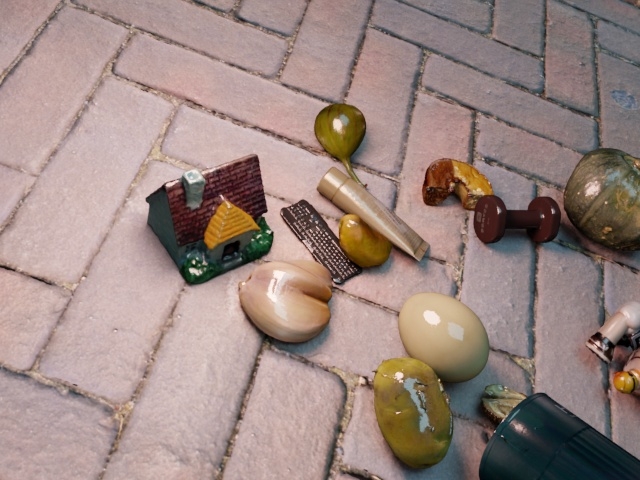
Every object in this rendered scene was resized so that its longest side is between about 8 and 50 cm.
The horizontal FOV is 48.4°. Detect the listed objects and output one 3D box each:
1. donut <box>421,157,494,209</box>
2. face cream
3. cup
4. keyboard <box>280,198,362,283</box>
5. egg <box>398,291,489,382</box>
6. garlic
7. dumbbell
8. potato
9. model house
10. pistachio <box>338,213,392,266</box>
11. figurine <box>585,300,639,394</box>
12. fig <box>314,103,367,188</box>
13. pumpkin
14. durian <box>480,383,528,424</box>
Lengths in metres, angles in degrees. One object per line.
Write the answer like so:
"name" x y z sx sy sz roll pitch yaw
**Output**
"donut" 0.386 -0.159 2.070 0.217 0.085 0.141 9 52 -15
"face cream" 0.146 -0.069 1.921 0.341 0.084 0.137 37 25 5
"cup" 0.525 0.517 1.488 0.242 0.308 0.292 -37 44 -21
"keyboard" 0.000 0.000 1.857 0.106 0.016 0.262 -26 67 -33
"egg" 0.288 0.227 1.687 0.186 0.186 0.242 -30 60 -34
"garlic" -0.076 0.130 1.678 0.228 0.110 0.217 9 56 -14
"dumbbell" 0.558 -0.060 2.026 0.225 0.140 0.124 1 13 -20
"potato" 0.206 0.375 1.573 0.169 0.143 0.248 -14 63 1
"model house" -0.237 -0.084 1.683 0.280 0.249 0.230 -26 68 -33
"pistachio" 0.104 0.008 1.827 0.189 0.100 0.110 37 57 -43
"figurine" 0.880 0.310 1.834 0.320 0.196 0.323 -23 55 -39
"fig" 0.062 -0.262 2.031 0.151 0.151 0.259 -3 84 -22
"pumpkin" 0.890 -0.115 2.111 0.328 0.257 0.291 33 38 14
"durian" 0.448 0.397 1.693 0.140 0.071 0.110 -2 48 -2
